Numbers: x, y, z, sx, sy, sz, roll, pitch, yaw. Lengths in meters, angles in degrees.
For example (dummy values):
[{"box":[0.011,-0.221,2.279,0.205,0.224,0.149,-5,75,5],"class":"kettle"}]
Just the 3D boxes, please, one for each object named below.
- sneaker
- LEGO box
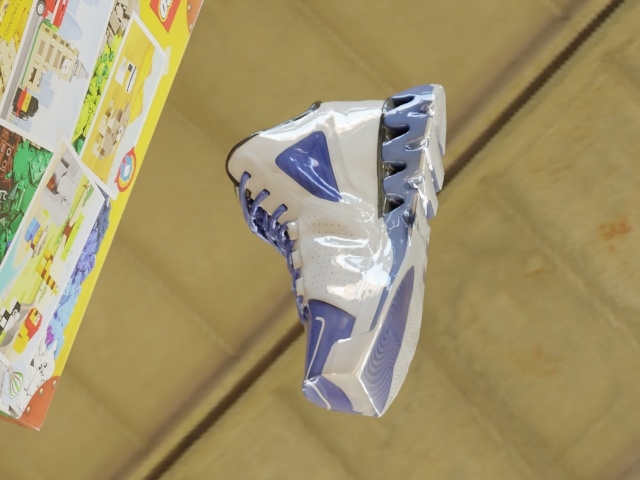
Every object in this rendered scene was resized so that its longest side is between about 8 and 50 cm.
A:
[{"box":[0.000,-0.001,1.363,0.182,0.127,0.315,4,-120,16],"class":"sneaker"},{"box":[-0.319,-0.117,1.448,0.193,0.372,0.500,15,-104,17],"class":"LEGO box"}]
